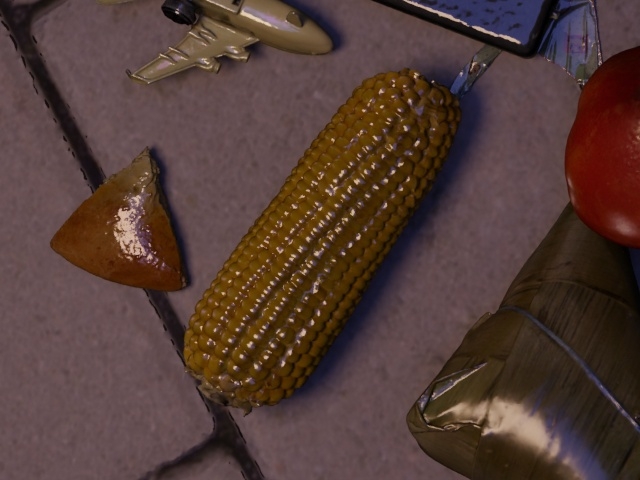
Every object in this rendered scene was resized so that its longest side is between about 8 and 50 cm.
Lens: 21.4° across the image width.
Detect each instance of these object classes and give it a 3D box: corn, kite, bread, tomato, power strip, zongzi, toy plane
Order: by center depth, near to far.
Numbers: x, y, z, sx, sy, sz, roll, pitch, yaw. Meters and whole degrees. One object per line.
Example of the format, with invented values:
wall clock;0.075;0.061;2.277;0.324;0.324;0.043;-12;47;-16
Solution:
tomato;0.332;-0.113;1.602;0.200;0.139;0.233;6;62;27
zongzi;0.306;0.124;1.643;0.323;0.160;0.360;31;74;11
corn;0.000;0.000;1.697;0.144;0.144;0.387;33;89;7
power strip;0.124;-0.270;1.707;0.256;0.070;0.105;23;96;12
kite;0.193;-0.216;1.734;0.229;0.012;0.250;38;96;8
toy plane;-0.100;-0.247;1.738;0.244;0.092;0.229;22;78;11
bread;-0.220;-0.010;1.770;0.136;0.054;0.154;-14;85;11
